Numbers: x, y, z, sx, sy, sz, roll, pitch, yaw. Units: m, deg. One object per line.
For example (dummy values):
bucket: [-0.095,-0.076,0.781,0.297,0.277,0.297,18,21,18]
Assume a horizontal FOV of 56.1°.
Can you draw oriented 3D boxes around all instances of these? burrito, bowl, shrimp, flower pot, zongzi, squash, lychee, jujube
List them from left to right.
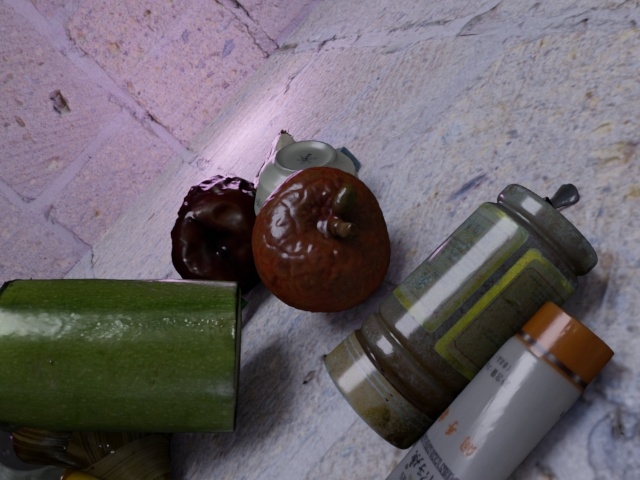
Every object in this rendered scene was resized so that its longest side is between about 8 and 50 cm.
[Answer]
flower pot: [-0.623,0.478,1.279,0.246,0.246,0.195,-91,18,-55]
zongzi: [-0.395,0.389,1.066,0.288,0.286,0.134,-120,34,-52]
squash: [-0.328,0.193,1.016,0.385,0.263,0.263,1,33,-4]
jujube: [-0.227,-0.019,1.383,0.258,0.258,0.376,-43,26,6]
shrimp: [-0.142,-0.224,1.760,0.150,0.068,0.248,-15,45,55]
burrito: [-0.100,-0.187,1.492,0.087,0.060,0.226,-37,29,33]
bowl: [-0.026,-0.122,1.242,0.238,0.126,0.237,-3,39,3]
lychee: [0.000,0.000,1.017,0.255,0.255,0.300,-56,-8,-19]

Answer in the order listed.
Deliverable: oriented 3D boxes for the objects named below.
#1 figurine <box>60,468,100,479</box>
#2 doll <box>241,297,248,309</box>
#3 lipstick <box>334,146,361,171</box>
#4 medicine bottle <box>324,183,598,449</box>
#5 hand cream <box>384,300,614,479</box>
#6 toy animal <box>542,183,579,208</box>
figurine: [-0.446,0.528,1.090,0.156,0.131,0.246,131,157,-57]
doll: [-0.255,0.174,1.240,0.106,0.186,0.134,23,100,62]
lipstick: [-0.031,-0.168,1.506,0.317,0.066,0.068,-3,52,55]
medicine bottle: [0.168,0.091,0.738,0.322,0.151,0.151,-45,26,6]
hand cream: [0.178,0.209,0.658,0.314,0.089,0.140,-53,20,3]
toy animal: [0.272,-0.008,0.856,0.202,0.070,0.105,-33,16,30]
